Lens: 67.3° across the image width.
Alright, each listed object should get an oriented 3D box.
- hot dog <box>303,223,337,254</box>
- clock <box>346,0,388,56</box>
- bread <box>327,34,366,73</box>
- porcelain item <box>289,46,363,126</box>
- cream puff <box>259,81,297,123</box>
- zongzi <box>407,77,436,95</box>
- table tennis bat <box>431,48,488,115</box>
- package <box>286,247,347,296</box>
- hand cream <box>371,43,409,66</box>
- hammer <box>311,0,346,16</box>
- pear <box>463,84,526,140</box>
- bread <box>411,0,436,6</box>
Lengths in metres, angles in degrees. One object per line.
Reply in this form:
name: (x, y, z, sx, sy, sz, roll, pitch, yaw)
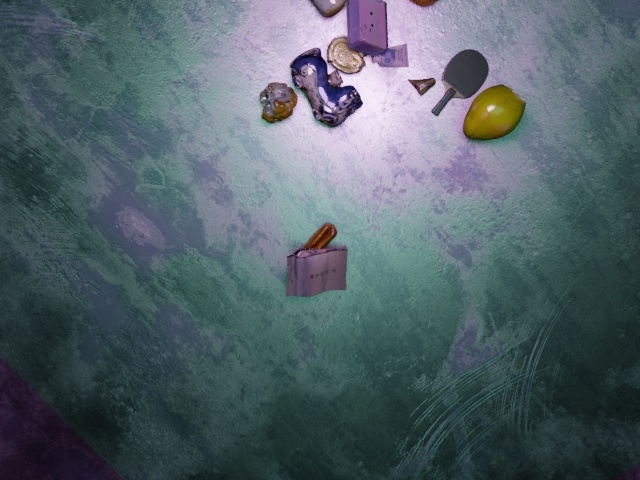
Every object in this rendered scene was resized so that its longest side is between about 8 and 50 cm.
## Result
hot dog: (0.000, 0.000, 1.945, 0.071, 0.045, 0.165, 42, 100, -5)
clock: (0.164, -0.768, 1.698, 0.144, 0.073, 0.194, 3, 84, -39)
bread: (0.099, -0.685, 1.782, 0.156, 0.064, 0.117, 33, 106, -6)
porcelain item: (0.019, -0.565, 1.768, 0.186, 0.138, 0.288, -29, 103, 14)
cream puff: (-0.162, -0.513, 1.809, 0.121, 0.156, 0.156, -5, 107, -40)
zongzi: (0.383, -0.600, 1.809, 0.076, 0.040, 0.083, -40, 81, 3)
table tennis bat: (0.516, -0.588, 1.811, 0.154, 0.021, 0.274, 37, 99, -6)
package: (-0.017, 0.126, 1.948, 0.250, 0.062, 0.204, -5, 120, -13)
hand cream: (0.260, -0.684, 1.788, 0.142, 0.053, 0.084, -8, 102, -6)
hammer: (0.079, -0.961, 1.707, 0.305, 0.113, 0.202, -39, 101, 4)
pear: (0.627, -0.456, 1.762, 0.187, 0.187, 0.220, 38, 115, -6)
bread: (0.377, -0.938, 1.697, 0.199, 0.104, 0.199, 0, 98, 3)
